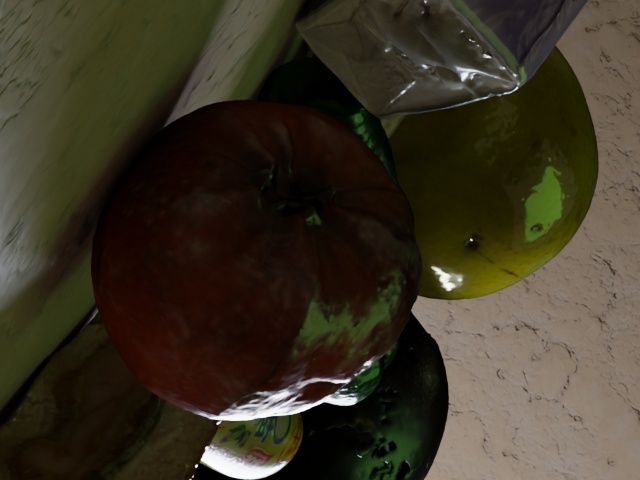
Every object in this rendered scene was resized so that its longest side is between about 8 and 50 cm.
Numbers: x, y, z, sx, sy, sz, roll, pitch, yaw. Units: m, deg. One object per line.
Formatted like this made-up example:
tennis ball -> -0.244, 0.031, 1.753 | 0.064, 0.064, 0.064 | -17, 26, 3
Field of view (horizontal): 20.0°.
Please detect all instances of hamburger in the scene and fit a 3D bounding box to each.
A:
hamburger -> -0.204, 0.202, 1.604 | 0.209, 0.162, 0.330 | -59, -179, 36

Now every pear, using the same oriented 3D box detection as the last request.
pear -> 0.149, -0.110, 2.159 | 0.362, 0.362, 0.418 | -56, 155, -5

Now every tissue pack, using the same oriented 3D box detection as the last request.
tissue pack -> 0.155, -0.281, 1.655 | 0.338, 0.160, 0.242 | -53, -159, -25

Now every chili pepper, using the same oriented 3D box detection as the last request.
chili pepper -> 0.009, 0.004, 1.831 | 0.213, 0.168, 0.385 | -82, 171, -46

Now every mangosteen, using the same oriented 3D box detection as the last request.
mangosteen -> -0.030, 0.172, 2.235 | 0.381, 0.381, 0.421 | -54, 142, -48

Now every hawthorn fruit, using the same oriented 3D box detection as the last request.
hawthorn fruit -> -0.060, 0.037, 1.344 | 0.242, 0.242, 0.271 | -54, 177, -43

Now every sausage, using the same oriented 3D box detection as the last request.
sausage -> -0.124, 0.166, 1.910 | 0.123, 0.123, 0.347 | -56, 145, -4

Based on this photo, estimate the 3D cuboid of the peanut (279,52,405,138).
peanut -> 0.035, -0.163, 1.906 | 0.253, 0.122, 0.137 | -53, -137, 36
